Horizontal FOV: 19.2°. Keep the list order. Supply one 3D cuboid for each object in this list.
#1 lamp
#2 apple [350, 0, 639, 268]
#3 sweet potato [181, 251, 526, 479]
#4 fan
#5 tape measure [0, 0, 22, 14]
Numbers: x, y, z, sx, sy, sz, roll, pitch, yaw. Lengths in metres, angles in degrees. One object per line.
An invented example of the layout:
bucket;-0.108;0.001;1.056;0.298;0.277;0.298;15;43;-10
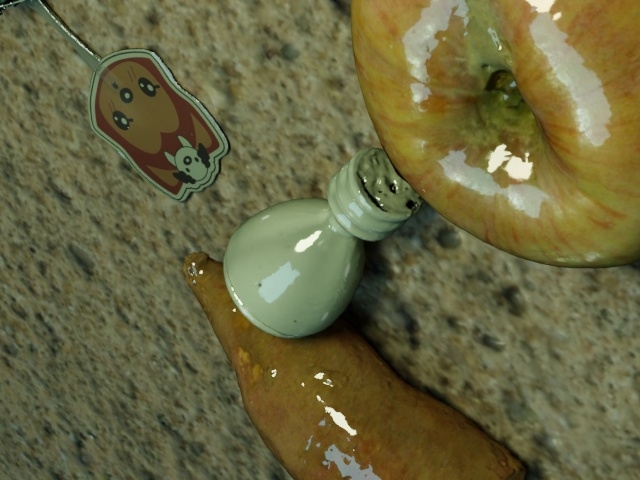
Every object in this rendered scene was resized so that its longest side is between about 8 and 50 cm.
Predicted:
lamp;0.000;0.000;1.446;0.106;0.106;0.193;46;134;1
apple;0.141;-0.114;1.112;0.261;0.194;0.260;19;131;23
sweet potato;0.004;0.133;1.529;0.337;0.131;0.131;37;142;12
fan;-0.165;-0.126;1.560;0.220;0.009;0.132;45;141;1
tape measure;-0.260;-0.230;1.521;0.094;0.054;0.091;-17;109;43
